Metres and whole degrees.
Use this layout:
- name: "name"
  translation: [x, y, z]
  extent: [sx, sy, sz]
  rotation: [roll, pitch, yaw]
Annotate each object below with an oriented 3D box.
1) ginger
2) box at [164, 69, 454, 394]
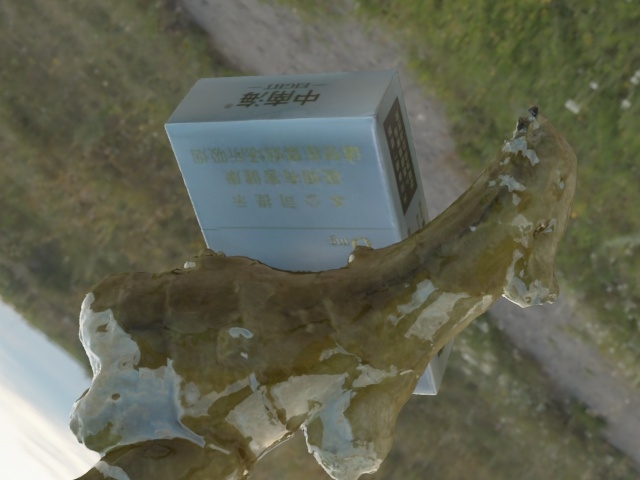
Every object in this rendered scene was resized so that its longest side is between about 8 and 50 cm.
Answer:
- name: "ginger"
  translation: [-0.016, 0.053, 0.562]
  extent: [0.148, 0.334, 0.081]
  rotation: [58, 172, 30]
- name: "box"
  translation: [0.000, 0.000, 0.847]
  extent: [0.155, 0.067, 0.243]
  rotation: [1, 128, 24]
